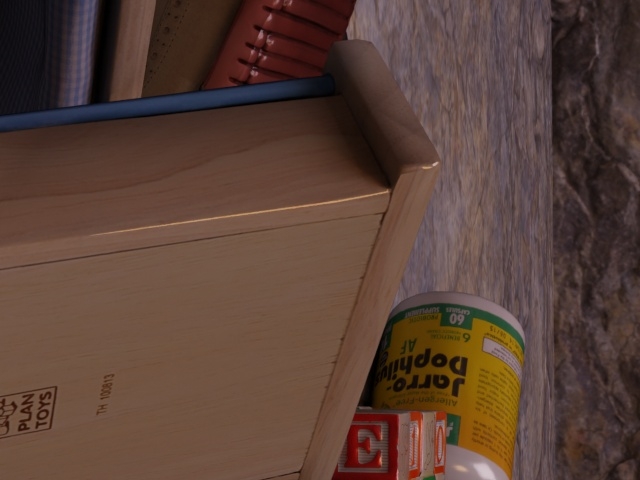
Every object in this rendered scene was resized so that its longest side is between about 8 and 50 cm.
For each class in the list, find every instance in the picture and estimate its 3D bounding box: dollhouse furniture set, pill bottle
[{"bbox_3d":[-0.136,-0.034,0.549,0.286,0.198,0.303,106,-33,-45],"label":"dollhouse furniture set"},{"bbox_3d":[0.093,0.153,1.355,0.117,0.118,0.208,72,23,-52],"label":"pill bottle"}]

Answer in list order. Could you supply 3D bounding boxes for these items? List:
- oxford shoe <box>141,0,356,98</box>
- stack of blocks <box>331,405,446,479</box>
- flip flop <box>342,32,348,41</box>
[{"bbox_3d":[-0.042,-0.162,0.818,0.123,0.130,0.348,18,94,-78],"label":"oxford shoe"},{"bbox_3d":[0.009,0.190,1.082,0.297,0.087,0.171,17,75,-75],"label":"stack of blocks"},{"bbox_3d":[-0.019,-0.079,1.004,0.277,0.080,0.112,-95,175,-70],"label":"flip flop"}]
